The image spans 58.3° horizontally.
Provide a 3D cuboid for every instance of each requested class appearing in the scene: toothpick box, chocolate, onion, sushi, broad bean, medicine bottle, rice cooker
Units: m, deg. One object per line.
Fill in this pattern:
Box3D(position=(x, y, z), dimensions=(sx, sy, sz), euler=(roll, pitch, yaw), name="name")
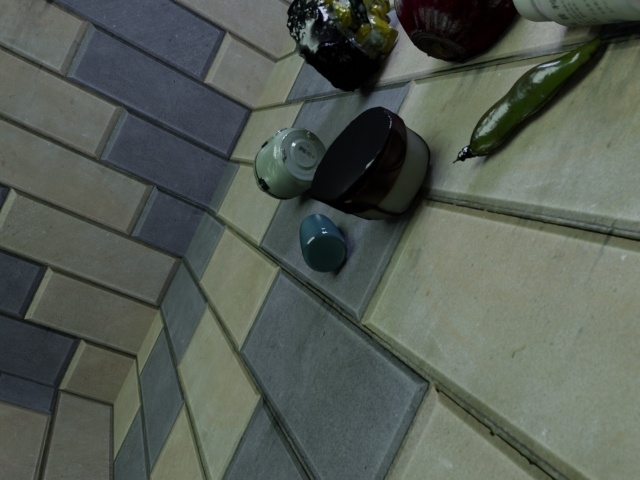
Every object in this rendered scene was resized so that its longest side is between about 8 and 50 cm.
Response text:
Box3D(position=(0.000, 0.000, 1.582), dimensions=(0.120, 0.120, 0.184), euler=(-59, 20, 15), name="toothpick box")
Box3D(position=(0.136, -0.160, 1.360), dimensions=(0.284, 0.186, 0.283), euler=(-42, 26, 26), name="chocolate")
Box3D(position=(0.301, -0.590, 1.364), dimensions=(0.281, 0.260, 0.336), euler=(-65, 22, 13), name="onion")
Box3D(position=(0.087, -0.686, 1.858), dimensions=(0.285, 0.328, 0.328), euler=(-36, 32, 31), name="sushi")
Box3D(position=(0.376, -0.259, 1.087), dimensions=(0.339, 0.061, 0.077), euler=(-47, 36, 39), name="broad bean")
Box3D(position=(0.460, -0.447, 0.955), dimensions=(0.170, 0.170, 0.293), euler=(-62, 23, 7), name="medicine bottle")
Box3D(position=(-0.107, -0.262, 1.970), dimensions=(0.244, 0.226, 0.225), euler=(-29, 41, 59), name="rice cooker")
